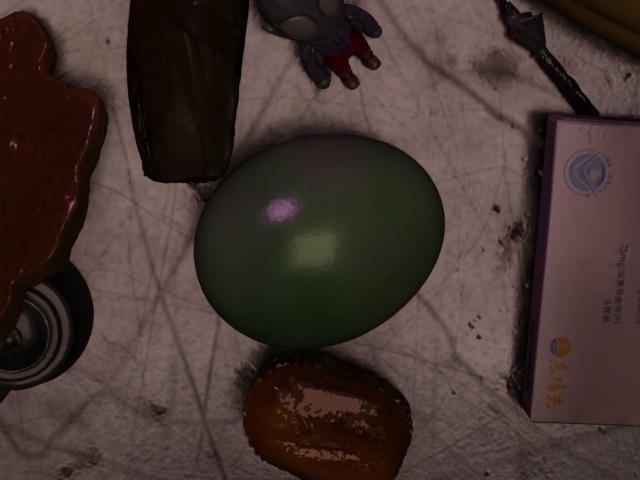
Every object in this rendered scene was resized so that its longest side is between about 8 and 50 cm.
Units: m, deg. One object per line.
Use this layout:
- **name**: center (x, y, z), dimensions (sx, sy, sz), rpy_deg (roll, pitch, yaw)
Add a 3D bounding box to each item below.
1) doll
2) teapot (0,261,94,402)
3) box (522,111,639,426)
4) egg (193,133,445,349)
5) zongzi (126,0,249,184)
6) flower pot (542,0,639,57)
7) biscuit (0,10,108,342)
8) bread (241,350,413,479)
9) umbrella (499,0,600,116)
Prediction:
- **doll**: center (-0.013, -0.245, 1.850), dimensions (0.102, 0.075, 0.227), rpy_deg (-43, 132, -1)
- **teapot**: center (-0.323, 0.082, 1.862), dimensions (0.162, 0.149, 0.239), rpy_deg (22, 96, -6)
- **box**: center (0.337, 0.036, 1.947), dimensions (0.200, 0.065, 0.343), rpy_deg (3, 101, -6)
- **egg**: center (0.000, 0.000, 1.842), dimensions (0.269, 0.220, 0.220), rpy_deg (-15, 99, -9)
- **zongzi**: center (-0.129, -0.203, 1.747), dimensions (0.123, 0.289, 0.260), rpy_deg (2, 78, -9)
- **flower pot**: center (0.335, -0.293, 1.860), dimensions (0.179, 0.195, 0.195), rpy_deg (19, 96, 6)
- **biscuit**: center (-0.352, -0.059, 1.822), dimensions (0.269, 0.051, 0.376), rpy_deg (9, 78, 25)
- **bread**: center (0.009, 0.201, 1.931), dimensions (0.190, 0.114, 0.132), rpy_deg (19, 98, -2)
- **umbrella**: center (0.258, -0.200, 1.936), dimensions (0.269, 0.044, 0.044), rpy_deg (47, 54, -16)
